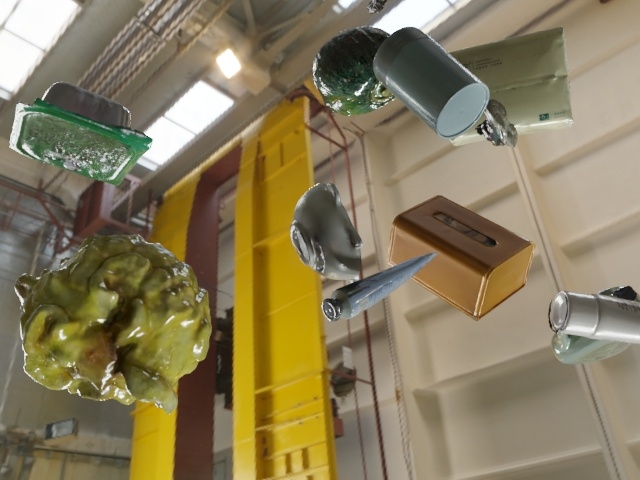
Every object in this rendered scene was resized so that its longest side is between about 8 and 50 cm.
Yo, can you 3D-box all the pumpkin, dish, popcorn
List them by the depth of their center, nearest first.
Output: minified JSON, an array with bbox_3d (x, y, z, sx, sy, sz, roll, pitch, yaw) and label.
[{"bbox_3d":[-0.251,0.103,0.706,0.181,0.235,0.216,128,-34,-46],"label":"popcorn"},{"bbox_3d":[0.000,0.000,1.146,0.086,0.236,0.228,-22,-152,-16],"label":"dish"},{"bbox_3d":[0.113,-0.562,1.841,0.293,0.197,0.263,-30,-122,4],"label":"pumpkin"}]

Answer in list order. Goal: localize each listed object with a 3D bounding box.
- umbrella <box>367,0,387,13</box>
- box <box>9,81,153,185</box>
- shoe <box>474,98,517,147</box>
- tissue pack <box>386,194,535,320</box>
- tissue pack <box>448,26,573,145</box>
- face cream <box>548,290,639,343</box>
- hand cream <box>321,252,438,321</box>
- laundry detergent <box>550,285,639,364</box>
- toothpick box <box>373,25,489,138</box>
[{"bbox_3d":[0.147,-0.614,1.510,0.144,0.037,0.040,-117,-146,-78],"label":"umbrella"},{"bbox_3d":[-0.539,-0.248,1.315,0.337,0.264,0.106,-18,-122,57],"label":"box"},{"bbox_3d":[0.490,-0.325,1.668,0.099,0.169,0.071,-6,-132,46],"label":"shoe"},{"bbox_3d":[0.324,0.027,1.357,0.274,0.194,0.145,34,-46,36],"label":"tissue pack"},{"bbox_3d":[0.580,-0.469,1.836,0.380,0.207,0.297,-8,-89,21],"label":"tissue pack"},{"bbox_3d":[0.425,0.108,0.758,0.092,0.244,0.058,-82,-179,-77],"label":"face cream"},{"bbox_3d":[0.116,0.085,1.113,0.058,0.271,0.091,55,-38,17],"label":"hand cream"},{"bbox_3d":[0.655,0.191,1.355,0.215,0.280,0.105,-16,-121,2],"label":"laundry detergent"},{"bbox_3d":[0.084,-0.123,0.453,0.052,0.052,0.083,-48,-123,18],"label":"toothpick box"}]
